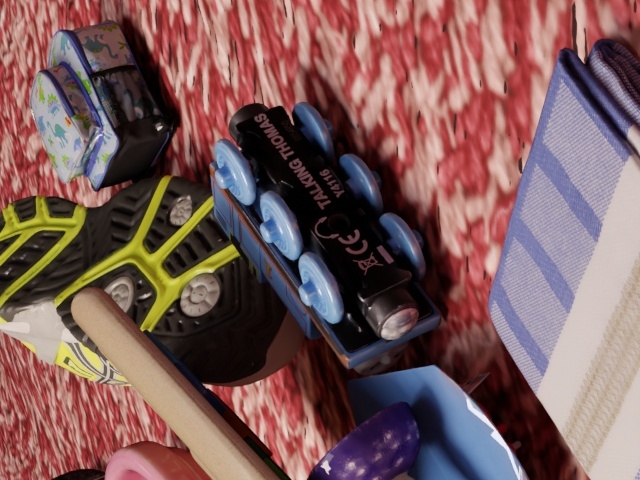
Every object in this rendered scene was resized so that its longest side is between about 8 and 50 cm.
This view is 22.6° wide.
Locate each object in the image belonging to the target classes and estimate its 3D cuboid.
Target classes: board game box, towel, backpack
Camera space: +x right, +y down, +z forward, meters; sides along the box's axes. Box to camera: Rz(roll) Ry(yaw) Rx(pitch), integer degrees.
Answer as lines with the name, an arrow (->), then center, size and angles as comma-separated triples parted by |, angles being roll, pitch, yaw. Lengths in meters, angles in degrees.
board game box -> 0.082, 0.123, 0.895 | 0.133, 0.033, 0.168 | 60, 156, -4
towel -> 0.165, 0.075, 0.679 | 0.285, 0.034, 0.209 | 58, 156, 32
backpack -> -0.174, -0.105, 1.222 | 0.114, 0.084, 0.105 | 67, 154, 16

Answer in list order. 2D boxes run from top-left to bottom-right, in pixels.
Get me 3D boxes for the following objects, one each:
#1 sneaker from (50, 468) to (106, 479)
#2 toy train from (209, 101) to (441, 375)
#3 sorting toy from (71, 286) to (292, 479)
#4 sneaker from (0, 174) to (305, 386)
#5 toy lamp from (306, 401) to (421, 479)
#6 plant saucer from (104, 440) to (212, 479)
sneaker -> -0.209, 0.351, 1.622 | 0.281, 0.106, 0.163 | 30, 136, 56
toy train -> 0.000, 0.000, 0.935 | 0.184, 0.080, 0.105 | 53, 160, 31
sorting toy -> -0.016, 0.165, 0.952 | 0.307, 0.041, 0.229 | 43, 170, 31
sneaker -> -0.122, 0.044, 1.199 | 0.147, 0.145, 0.384 | 36, 164, -34
toy lamp -> 0.101, 0.213, 0.832 | 0.275, 0.080, 0.080 | 51, 151, 18
plant saucer -> -0.078, 0.317, 1.332 | 0.332, 0.084, 0.332 | 48, 149, 43
